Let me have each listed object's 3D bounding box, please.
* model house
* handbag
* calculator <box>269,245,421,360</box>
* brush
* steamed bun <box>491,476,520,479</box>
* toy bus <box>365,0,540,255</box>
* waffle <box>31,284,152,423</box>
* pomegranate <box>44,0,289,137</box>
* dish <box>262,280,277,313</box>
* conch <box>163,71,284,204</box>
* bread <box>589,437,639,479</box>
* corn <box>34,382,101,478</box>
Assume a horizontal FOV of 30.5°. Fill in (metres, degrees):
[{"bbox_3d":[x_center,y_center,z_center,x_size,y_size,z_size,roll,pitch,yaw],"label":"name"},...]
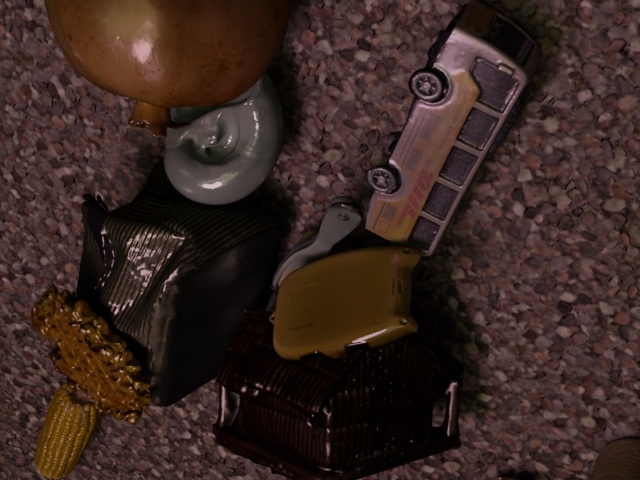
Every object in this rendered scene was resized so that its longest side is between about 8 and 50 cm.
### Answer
[{"bbox_3d":[0.019,0.171,1.713,0.317,0.297,0.282,18,120,44],"label":"model house"},{"bbox_3d":[-0.229,0.056,1.746,0.240,0.247,0.341,37,134,23],"label":"handbag"},{"bbox_3d":[0.025,0.084,1.583,0.236,0.157,0.033,-15,146,31],"label":"calculator"},{"bbox_3d":[0.000,0.000,1.670,0.068,0.060,0.297,22,147,-10],"label":"brush"},{"bbox_3d":[0.292,0.421,1.816,0.112,0.091,0.130,42,128,-10],"label":"steamed bun"},{"bbox_3d":[0.157,-0.133,1.499,0.138,0.097,0.342,29,131,4],"label":"toy bus"},{"bbox_3d":[-0.338,0.171,1.723,0.231,0.051,0.228,47,148,3],"label":"waffle"},{"bbox_3d":[-0.192,-0.288,1.451,0.319,0.319,0.319,14,127,19],"label":"pomegranate"},{"bbox_3d":[-0.065,0.111,1.822,0.137,0.039,0.091,-29,105,39],"label":"dish"},{"bbox_3d":[-0.134,-0.158,1.616,0.185,0.121,0.221,35,110,4],"label":"conch"},{"bbox_3d":[0.446,0.378,1.673,0.134,0.141,0.148,-29,104,37],"label":"bread"},{"bbox_3d":[-0.466,0.351,2.163,0.093,0.093,0.244,32,131,5],"label":"corn"}]
